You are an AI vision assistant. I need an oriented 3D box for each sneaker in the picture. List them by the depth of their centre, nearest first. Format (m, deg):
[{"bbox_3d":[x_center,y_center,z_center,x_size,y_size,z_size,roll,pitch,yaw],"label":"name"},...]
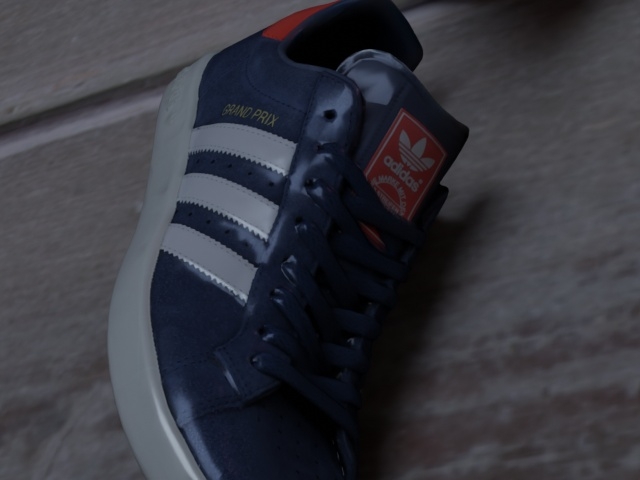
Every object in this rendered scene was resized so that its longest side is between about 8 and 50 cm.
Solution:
[{"bbox_3d":[0.000,0.000,0.737,0.148,0.131,0.350,-29,39,21],"label":"sneaker"}]
